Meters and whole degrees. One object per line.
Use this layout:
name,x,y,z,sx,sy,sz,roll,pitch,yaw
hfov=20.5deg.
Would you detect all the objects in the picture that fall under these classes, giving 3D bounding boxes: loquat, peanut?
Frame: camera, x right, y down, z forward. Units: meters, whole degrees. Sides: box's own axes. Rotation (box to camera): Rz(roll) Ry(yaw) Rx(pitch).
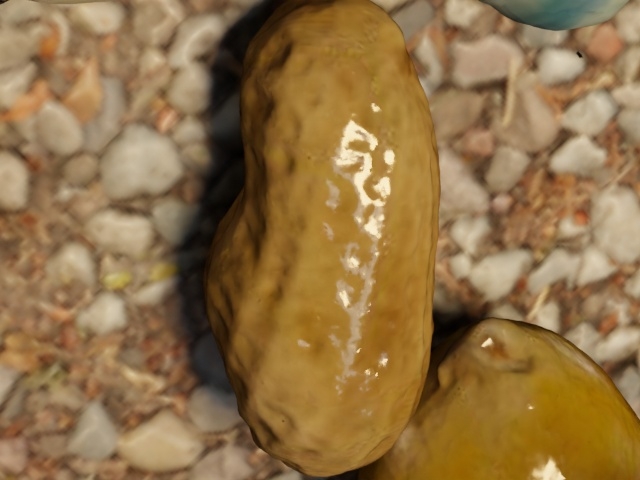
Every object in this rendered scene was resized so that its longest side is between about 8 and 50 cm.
loquat,0.092,0.123,0.875,0.152,0.152,0.195,-16,129,-16
peanut,0.000,0.000,0.795,0.108,0.095,0.226,11,111,20

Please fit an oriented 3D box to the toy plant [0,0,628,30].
toy plant,0.032,-0.193,0.658,0.332,0.247,0.247,0,115,-32
